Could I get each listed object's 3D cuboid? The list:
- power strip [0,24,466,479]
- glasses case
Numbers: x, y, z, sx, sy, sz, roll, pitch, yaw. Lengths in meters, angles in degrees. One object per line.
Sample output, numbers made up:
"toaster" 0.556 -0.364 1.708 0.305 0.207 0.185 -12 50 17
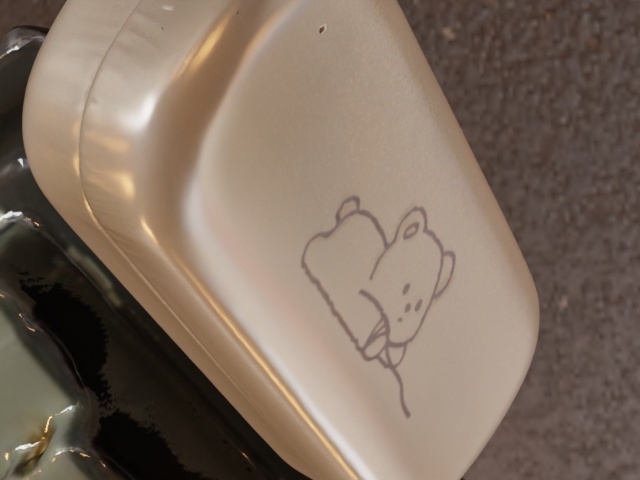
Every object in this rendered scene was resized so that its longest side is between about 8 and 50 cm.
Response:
"power strip" -0.096 0.097 0.561 0.257 0.092 0.251 -36 107 30
"glasses case" 0.000 0.000 0.405 0.050 0.083 0.196 27 164 34
